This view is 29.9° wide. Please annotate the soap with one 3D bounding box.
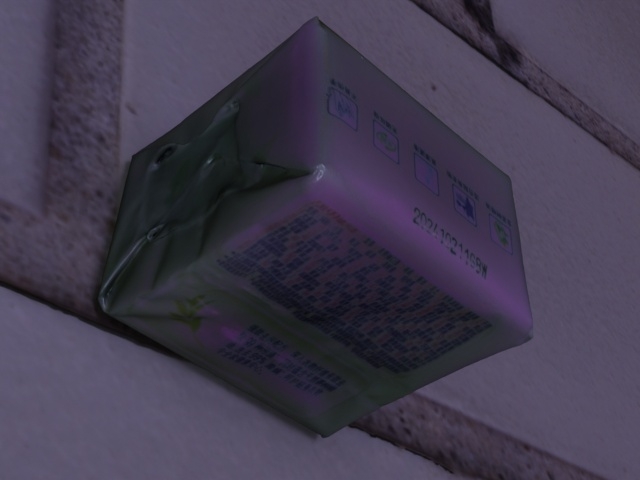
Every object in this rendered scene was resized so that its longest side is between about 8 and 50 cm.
[{"bbox_3d":[0.000,0.000,0.739,0.199,0.182,0.138,35,40,-32],"label":"soap"}]
